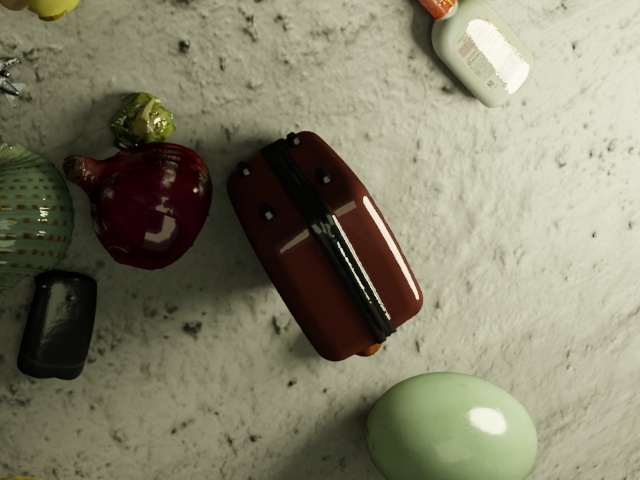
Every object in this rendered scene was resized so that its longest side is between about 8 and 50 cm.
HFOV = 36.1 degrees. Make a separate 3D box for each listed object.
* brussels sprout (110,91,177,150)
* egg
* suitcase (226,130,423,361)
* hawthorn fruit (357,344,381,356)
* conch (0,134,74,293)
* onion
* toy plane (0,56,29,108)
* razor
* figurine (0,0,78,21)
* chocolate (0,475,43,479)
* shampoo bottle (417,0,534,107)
[{"bbox_3d":[-0.235,-0.149,1.288,0.085,0.058,0.085,-2,111,-4],"label":"brussels sprout"},{"bbox_3d":[0.203,0.305,1.518,0.283,0.203,0.203,8,102,-19],"label":"egg"},{"bbox_3d":[0.000,0.000,1.294,0.161,0.297,0.236,-32,115,-2],"label":"suitcase"},{"bbox_3d":[0.067,0.125,1.479,0.093,0.081,0.081,-51,118,-16],"label":"hawthorn fruit"},{"bbox_3d":[-0.389,-0.021,1.220,0.172,0.131,0.200,9,103,-23],"label":"conch"},{"bbox_3d":[-0.236,-0.045,1.255,0.198,0.135,0.173,18,118,-33],"label":"onion"},{"bbox_3d":[-0.406,-0.201,1.215,0.083,0.031,0.078,35,75,-29],"label":"toy plane"},{"bbox_3d":[-0.349,0.113,1.318,0.090,0.054,0.148,8,103,-32],"label":"razor"},{"bbox_3d":[-0.370,-0.315,1.153,0.246,0.131,0.156,-31,80,-2],"label":"figurine"},{"bbox_3d":[-0.413,0.544,1.382,0.162,0.162,0.445,-13,114,-18],"label":"chocolate"},{"bbox_3d":[0.216,-0.296,1.427,0.221,0.051,0.108,41,89,-26],"label":"shampoo bottle"}]
